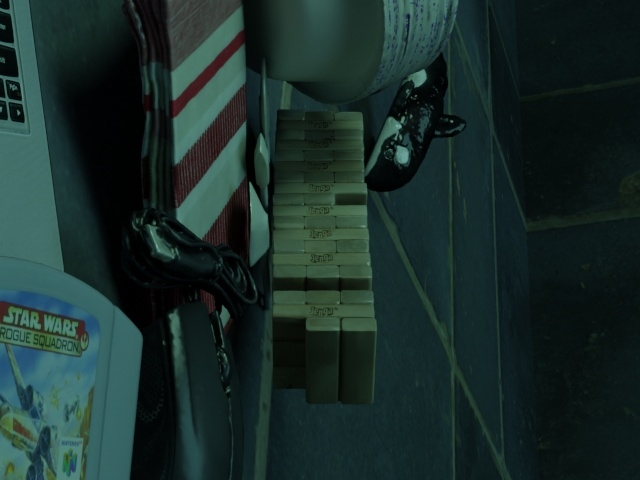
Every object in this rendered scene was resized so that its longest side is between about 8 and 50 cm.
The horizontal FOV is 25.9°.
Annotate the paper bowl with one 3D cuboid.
[{"bbox_3d":[-0.019,-0.256,1.238,0.148,0.284,0.284,-29,117,-26],"label":"paper bowl"}]

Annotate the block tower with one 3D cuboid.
[{"bbox_3d":[0.000,0.000,1.306,0.335,0.091,0.097,-92,-177,-51],"label":"block tower"}]

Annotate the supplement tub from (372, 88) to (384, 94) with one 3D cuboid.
[{"bbox_3d":[0.056,-0.271,1.726,0.198,0.106,0.106,-78,154,-50],"label":"supplement tub"}]

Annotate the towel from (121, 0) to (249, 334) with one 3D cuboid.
[{"bbox_3d":[-0.098,-0.065,1.112,0.237,0.037,0.329,-63,155,-65],"label":"towel"}]

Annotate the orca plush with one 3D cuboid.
[{"bbox_3d":[0.143,-0.164,1.870,0.287,0.102,0.151,-67,-179,-50],"label":"orca plush"}]

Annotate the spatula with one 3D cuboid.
[{"bbox_3d":[-0.055,-0.035,1.281,0.242,0.019,0.168,93,-4,-66],"label":"spatula"}]

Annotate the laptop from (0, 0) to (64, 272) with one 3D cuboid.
[{"bbox_3d":[-0.153,-0.181,0.720,0.382,0.236,0.408,-2,84,-73],"label":"laptop"}]

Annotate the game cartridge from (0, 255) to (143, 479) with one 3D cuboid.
[{"bbox_3d":[-0.180,0.109,0.760,0.297,0.062,0.198,29,68,-70],"label":"game cartridge"}]

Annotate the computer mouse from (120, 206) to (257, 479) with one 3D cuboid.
[{"bbox_3d":[-0.091,0.123,0.970,0.188,0.072,0.272,36,62,-67],"label":"computer mouse"}]
